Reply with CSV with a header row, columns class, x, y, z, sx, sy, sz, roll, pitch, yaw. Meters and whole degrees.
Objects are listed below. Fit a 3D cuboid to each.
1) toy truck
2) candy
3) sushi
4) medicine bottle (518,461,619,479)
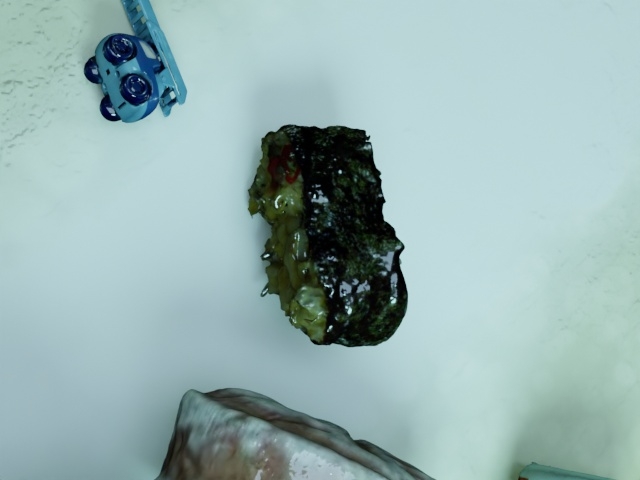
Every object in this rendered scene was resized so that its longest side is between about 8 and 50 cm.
class,x,y,z,sx,sy,sz,roll,pitch,yaw
toy truck,-0.179,-0.177,0.909,0.074,0.063,0.136,-21,89,-41
candy,-0.005,0.233,0.835,0.289,0.214,0.157,28,74,-10
sushi,0.000,0.000,0.918,0.115,0.147,0.213,-6,68,-15
medicine bottle,0.245,0.337,0.954,0.139,0.139,0.225,15,78,-18
